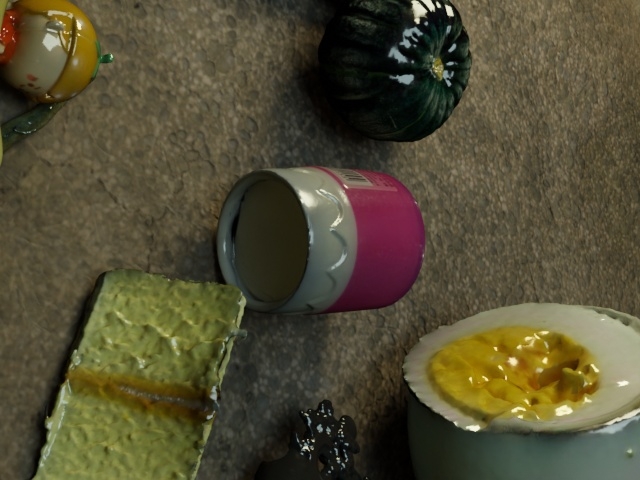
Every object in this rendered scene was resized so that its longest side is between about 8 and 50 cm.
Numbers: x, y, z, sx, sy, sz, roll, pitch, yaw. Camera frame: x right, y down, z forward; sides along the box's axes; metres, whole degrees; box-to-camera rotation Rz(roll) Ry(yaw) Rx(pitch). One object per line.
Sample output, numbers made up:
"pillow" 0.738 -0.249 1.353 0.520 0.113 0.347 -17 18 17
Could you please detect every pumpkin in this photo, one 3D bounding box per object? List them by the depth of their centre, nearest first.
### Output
"pumpkin" 0.100 -0.237 1.379 0.220 0.162 0.220 -23 121 -44

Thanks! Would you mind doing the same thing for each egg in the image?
"egg" 0.294 0.296 1.348 0.354 0.354 0.339 -31 121 -43

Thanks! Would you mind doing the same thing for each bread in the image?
"bread" -0.183 0.169 1.065 0.178 0.142 0.266 15 66 2

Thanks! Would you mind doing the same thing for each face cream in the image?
"face cream" 0.000 0.000 1.234 0.195 0.175 0.175 0 81 -43

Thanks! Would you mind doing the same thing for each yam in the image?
"yam" -0.308 -0.116 1.066 0.027 0.029 0.234 50 50 -9

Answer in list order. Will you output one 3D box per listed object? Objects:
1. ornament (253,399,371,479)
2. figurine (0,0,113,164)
"ornament" 0.005 0.341 1.226 0.251 0.106 0.260 53 41 -31
"figurine" -0.316 -0.213 1.020 0.222 0.124 0.324 15 68 -47
